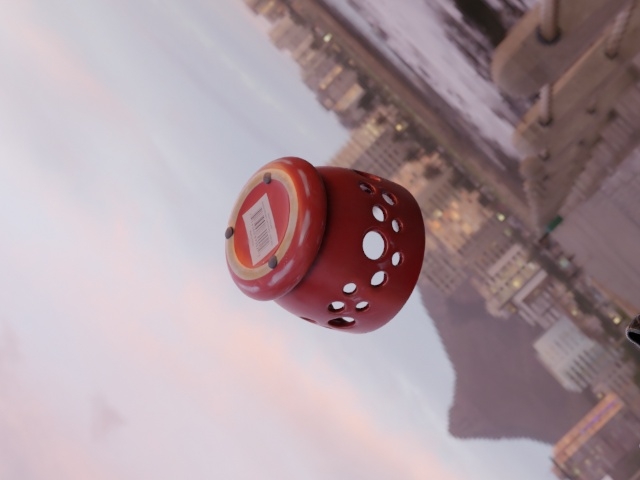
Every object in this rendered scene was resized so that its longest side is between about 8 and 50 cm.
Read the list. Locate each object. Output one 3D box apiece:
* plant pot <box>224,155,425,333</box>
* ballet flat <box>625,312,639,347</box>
[{"bbox_3d":[0.000,0.000,1.242,0.174,0.191,0.191,19,-158,-38],"label":"plant pot"},{"bbox_3d":[0.388,0.149,1.131,0.173,0.049,0.057,52,155,18],"label":"ballet flat"}]
